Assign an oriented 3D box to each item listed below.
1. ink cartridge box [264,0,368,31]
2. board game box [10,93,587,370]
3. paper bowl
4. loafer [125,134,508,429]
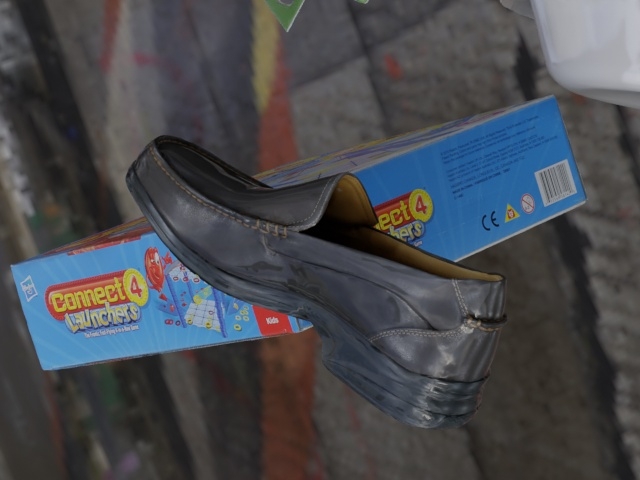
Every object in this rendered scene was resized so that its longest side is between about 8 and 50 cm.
[{"bbox_3d":[0.027,-0.297,1.767,0.209,0.062,0.109,-60,29,17],"label":"ink cartridge box"},{"bbox_3d":[-0.017,-0.005,1.365,0.302,0.308,0.086,-11,98,47],"label":"board game box"},{"bbox_3d":[0.272,-0.169,1.342,0.284,0.284,0.148,12,91,65],"label":"paper bowl"},{"bbox_3d":[0.000,0.000,0.694,0.170,0.062,0.061,33,114,21],"label":"loafer"}]
